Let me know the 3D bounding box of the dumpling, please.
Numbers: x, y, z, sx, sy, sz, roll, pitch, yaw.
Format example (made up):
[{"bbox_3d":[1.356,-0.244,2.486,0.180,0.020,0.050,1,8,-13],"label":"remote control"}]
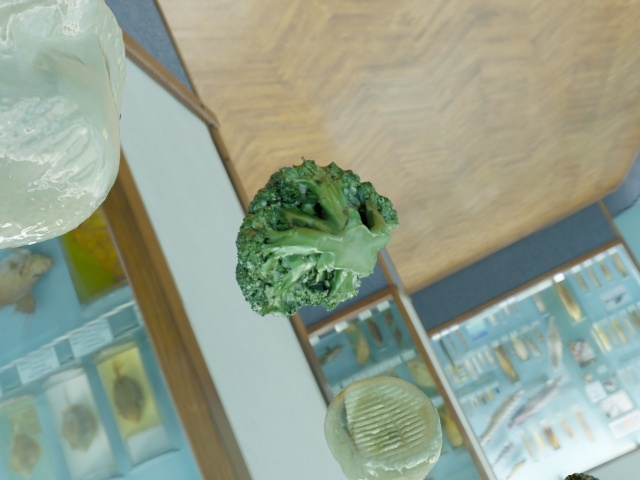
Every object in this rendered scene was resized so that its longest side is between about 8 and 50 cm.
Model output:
[{"bbox_3d":[-0.202,-0.081,0.469,0.216,0.126,0.166,-24,144,-27],"label":"dumpling"}]

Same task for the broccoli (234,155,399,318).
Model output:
[{"bbox_3d":[0.000,0.000,1.171,0.294,0.265,0.245,-22,-163,-16],"label":"broccoli"}]

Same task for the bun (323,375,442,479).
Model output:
[{"bbox_3d":[0.119,0.380,1.427,0.229,0.229,0.145,-19,144,-20],"label":"bun"}]

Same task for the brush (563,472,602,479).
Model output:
[{"bbox_3d":[0.431,0.422,1.134,0.071,0.084,0.301,-24,168,6],"label":"brush"}]
